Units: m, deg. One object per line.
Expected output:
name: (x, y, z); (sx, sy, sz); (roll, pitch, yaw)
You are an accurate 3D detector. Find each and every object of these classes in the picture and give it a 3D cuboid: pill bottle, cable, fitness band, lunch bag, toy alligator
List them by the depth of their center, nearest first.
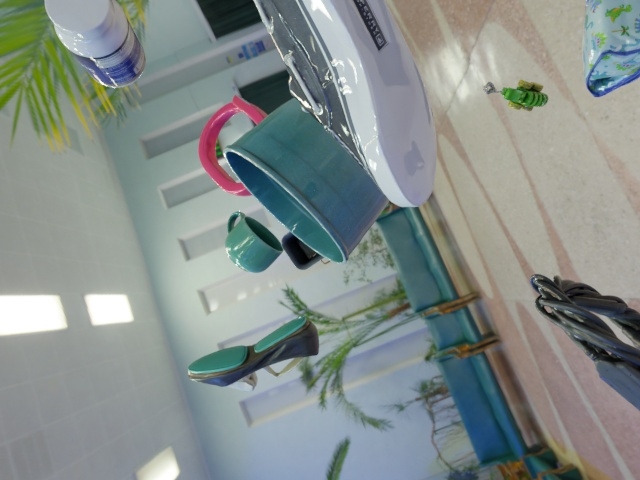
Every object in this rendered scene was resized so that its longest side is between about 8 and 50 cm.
cable: (0.296, 0.089, 0.459); (0.184, 0.047, 0.151); (42, -145, 20)
lunch bag: (0.471, -0.322, 0.741); (0.151, 0.097, 0.128); (32, -120, -75)
toy alligator: (0.420, -0.300, 0.955); (0.051, 0.190, 0.056); (51, 135, 43)
pill bottle: (-0.508, -0.472, 1.053); (0.265, 0.153, 0.153); (153, 95, -81)
fitness band: (-0.203, -0.233, 1.128); (0.054, 0.208, 0.291); (13, -155, -48)

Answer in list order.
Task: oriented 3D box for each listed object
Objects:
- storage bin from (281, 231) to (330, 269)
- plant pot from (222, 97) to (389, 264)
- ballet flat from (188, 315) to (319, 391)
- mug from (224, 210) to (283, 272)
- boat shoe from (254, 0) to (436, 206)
storage bin: (0.000, 0.000, 0.976); (0.098, 0.135, 0.091); (56, -172, 3)
plant pot: (0.023, -0.142, 0.778); (0.272, 0.255, 0.271); (41, 171, 8)
ballet flat: (-0.129, 0.250, 0.930); (0.095, 0.281, 0.096); (-84, -29, -75)
mug: (-0.174, 0.011, 1.141); (0.129, 0.097, 0.157); (37, -169, -31)
boat shoe: (0.018, -0.161, 0.442); (0.108, 0.102, 0.301); (-51, -59, -35)
